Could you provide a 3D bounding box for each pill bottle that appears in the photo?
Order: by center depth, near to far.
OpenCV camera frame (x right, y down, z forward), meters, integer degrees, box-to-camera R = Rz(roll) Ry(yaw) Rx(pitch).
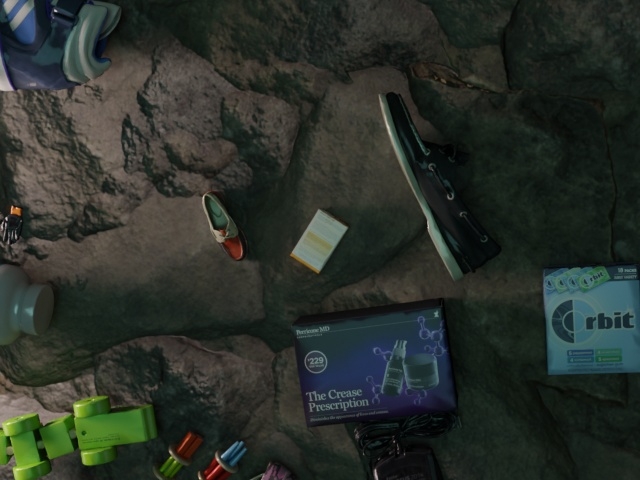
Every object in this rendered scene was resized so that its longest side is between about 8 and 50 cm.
[{"bbox_3d":[-0.620,0.107,1.771,0.264,0.146,0.146,7,96,8],"label":"pill bottle"}]

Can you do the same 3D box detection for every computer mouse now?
[{"bbox_3d":[0.166,0.431,1.701,0.188,0.072,0.272,-13,61,13],"label":"computer mouse"}]

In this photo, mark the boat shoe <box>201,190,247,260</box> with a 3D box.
[{"bbox_3d":[-0.171,-0.024,1.748,0.049,0.043,0.137,-23,93,8],"label":"boat shoe"}]

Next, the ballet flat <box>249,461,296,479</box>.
[{"bbox_3d":[-0.134,0.489,1.786,0.079,0.077,0.221,41,95,21],"label":"ballet flat"}]

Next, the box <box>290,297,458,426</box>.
[{"bbox_3d":[0.095,0.209,1.707,0.261,0.103,0.184,-9,92,9],"label":"box"}]

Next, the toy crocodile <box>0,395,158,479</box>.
[{"bbox_3d":[-0.463,0.355,1.805,0.340,0.105,0.115,-13,93,4],"label":"toy crocodile"}]

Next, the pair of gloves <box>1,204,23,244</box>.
[{"bbox_3d":[-0.589,-0.032,1.822,0.083,0.010,0.074,11,96,4],"label":"pair of gloves"}]

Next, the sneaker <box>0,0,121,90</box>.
[{"bbox_3d":[-0.466,-0.423,1.719,0.236,0.130,0.323,-8,90,-1],"label":"sneaker"}]

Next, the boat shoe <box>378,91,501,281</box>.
[{"bbox_3d":[0.203,-0.104,1.647,0.113,0.127,0.340,-24,94,8],"label":"boat shoe"}]

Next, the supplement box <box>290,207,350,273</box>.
[{"bbox_3d":[0.000,0.000,1.730,0.062,0.036,0.098,34,99,4],"label":"supplement box"}]

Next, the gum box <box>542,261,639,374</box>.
[{"bbox_3d":[0.459,0.132,1.677,0.157,0.041,0.184,-3,96,8],"label":"gum box"}]

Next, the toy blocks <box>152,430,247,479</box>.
[{"bbox_3d":[-0.214,0.396,1.790,0.123,0.054,0.148,42,99,2],"label":"toy blocks"}]
